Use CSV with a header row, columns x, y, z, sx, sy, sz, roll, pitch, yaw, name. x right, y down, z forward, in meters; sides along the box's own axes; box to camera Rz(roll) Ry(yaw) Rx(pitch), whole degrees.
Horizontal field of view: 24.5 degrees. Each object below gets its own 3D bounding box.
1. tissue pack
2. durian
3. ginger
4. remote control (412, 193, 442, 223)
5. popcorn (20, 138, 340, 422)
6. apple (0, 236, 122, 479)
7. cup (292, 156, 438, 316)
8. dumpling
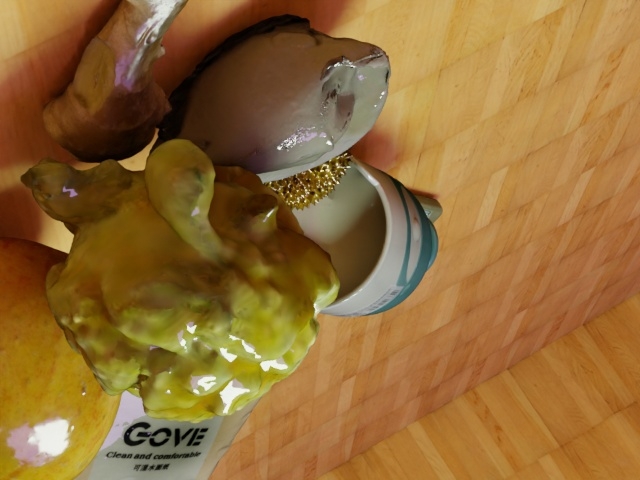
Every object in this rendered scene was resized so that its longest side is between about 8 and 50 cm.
x,y,z,sx,sy,sz,roll,pitch,yaw,name
-0.261,0.235,2.146,0.375,0.195,0.390,1,124,-48,tissue pack
-0.032,-0.107,1.819,0.168,0.137,0.158,-40,141,-5,durian
-0.185,-0.179,1.481,0.131,0.086,0.294,8,135,-34,ginger
0.117,-0.039,2.359,0.098,0.038,0.233,-40,159,18,remote control
-0.146,0.048,1.529,0.274,0.279,0.335,-14,168,40,popcorn
-0.365,0.141,1.682,0.299,0.299,0.275,53,51,-71,apple
0.000,0.000,2.044,0.290,0.219,0.257,-7,170,22,cup
-0.057,-0.151,1.648,0.293,0.163,0.204,-28,179,13,dumpling
